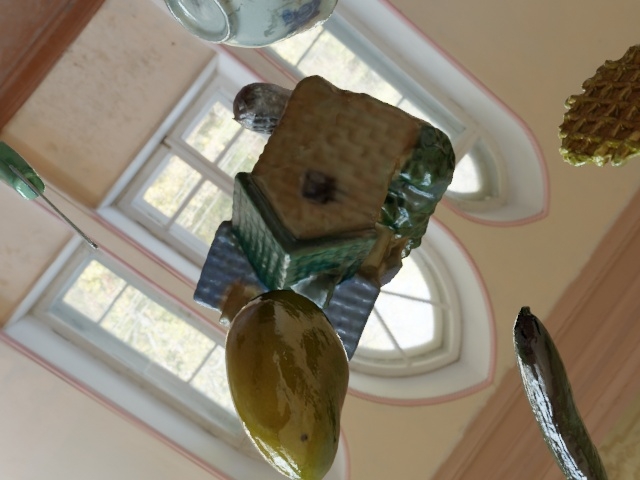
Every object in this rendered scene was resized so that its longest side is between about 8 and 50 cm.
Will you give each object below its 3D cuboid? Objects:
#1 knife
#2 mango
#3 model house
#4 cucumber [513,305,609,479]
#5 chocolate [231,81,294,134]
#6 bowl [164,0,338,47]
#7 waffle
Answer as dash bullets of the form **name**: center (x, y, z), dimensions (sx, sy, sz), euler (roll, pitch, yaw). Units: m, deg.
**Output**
- **knife**: center (-0.293, -0.056, 0.563), dimensions (0.034, 0.063, 0.260), euler (-44, -135, -21)
- **mango**: center (-0.026, 0.108, 0.474), dimensions (0.085, 0.122, 0.191), euler (-30, -167, 7)
- **model house**: center (0.000, 0.000, 0.893), dimensions (0.382, 0.334, 0.342), euler (107, 6, -65)
- **cucumber**: center (0.278, 0.206, 0.641), dimensions (0.056, 0.284, 0.056), euler (-25, -169, 5)
- **chocolate**: center (-0.057, -0.245, 1.069), dimensions (0.110, 0.248, 0.110), euler (-12, -105, 55)
- **bowl**: center (-0.139, -0.373, 0.786), dimensions (0.146, 0.313, 0.313), euler (-62, -167, -21)
- **waffle**: center (0.508, -0.224, 0.917), dimensions (0.238, 0.059, 0.243), euler (-23, -139, 40)
